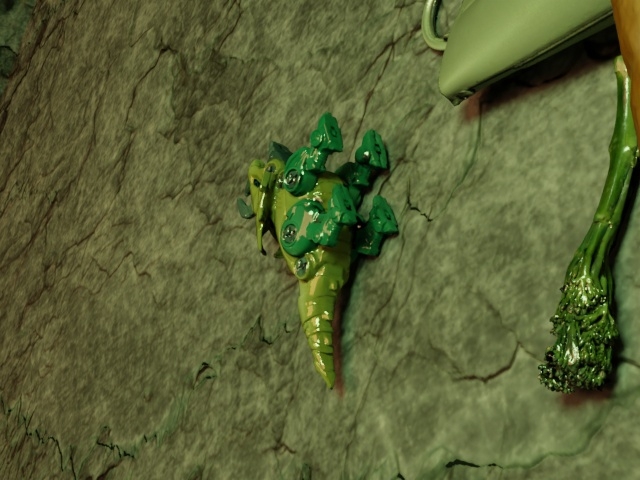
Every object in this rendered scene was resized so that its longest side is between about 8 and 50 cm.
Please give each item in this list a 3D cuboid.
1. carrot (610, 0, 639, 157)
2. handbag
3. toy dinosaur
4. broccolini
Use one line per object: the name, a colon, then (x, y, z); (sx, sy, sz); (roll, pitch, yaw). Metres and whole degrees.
carrot: (0.244, -0.065, 0.479); (0.196, 0.196, 0.254); (-21, 64, 48)
handbag: (0.157, -0.239, 0.751); (0.315, 0.109, 0.241); (-15, 61, 55)
toy dinosaur: (0.000, 0.000, 0.869); (0.153, 0.094, 0.259); (-42, 51, 35)
broccolini: (0.189, -0.015, 0.645); (0.051, 0.054, 0.239); (-12, 61, 67)
